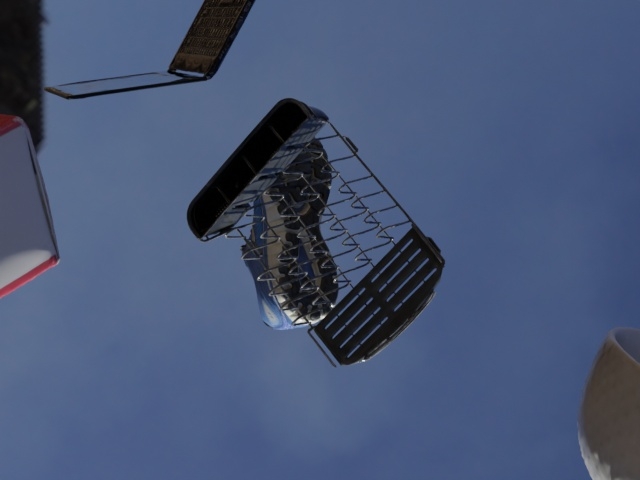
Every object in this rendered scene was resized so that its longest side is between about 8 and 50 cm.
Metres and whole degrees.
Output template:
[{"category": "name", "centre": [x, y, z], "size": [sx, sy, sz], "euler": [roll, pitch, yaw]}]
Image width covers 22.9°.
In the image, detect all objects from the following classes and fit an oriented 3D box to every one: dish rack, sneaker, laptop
[{"category": "dish rack", "centre": [0.000, 0.000, 1.760], "size": [0.208, 0.271, 0.074], "euler": [-47, 162, 27]}, {"category": "sneaker", "centre": [-0.065, -0.024, 2.312], "size": [0.147, 0.129, 0.330], "euler": [-32, -125, 51]}, {"category": "laptop", "centre": [-0.187, -0.254, 1.830], "size": [0.264, 0.136, 0.234], "euler": [-62, -161, -1]}]

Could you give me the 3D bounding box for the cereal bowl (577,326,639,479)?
[{"category": "cereal bowl", "centre": [0.334, 0.197, 1.162], "size": [0.141, 0.339, 0.339], "euler": [-65, -158, 9]}]

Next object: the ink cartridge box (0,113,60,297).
[{"category": "ink cartridge box", "centre": [-0.384, -0.013, 1.186], "size": [0.306, 0.131, 0.226], "euler": [10, -147, 40]}]
